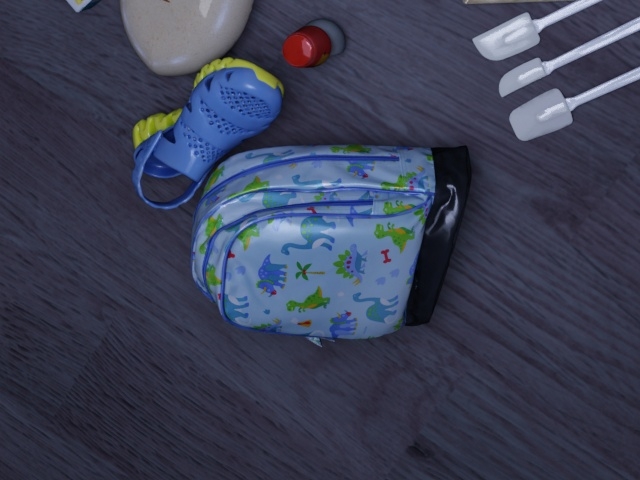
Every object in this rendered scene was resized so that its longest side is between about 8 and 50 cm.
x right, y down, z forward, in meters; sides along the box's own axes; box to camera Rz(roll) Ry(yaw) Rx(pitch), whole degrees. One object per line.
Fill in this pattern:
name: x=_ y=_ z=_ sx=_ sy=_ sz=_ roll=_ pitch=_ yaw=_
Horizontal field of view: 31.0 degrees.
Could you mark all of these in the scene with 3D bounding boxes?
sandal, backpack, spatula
sandal: x=-0.162 y=-0.137 z=1.591 sx=0.126 sy=0.138 sz=0.317 roll=28 pitch=143 yaw=-24
backpack: x=0.000 y=0.000 z=1.574 sx=0.356 sy=0.273 sz=0.290 roll=14 pitch=131 yaw=1
spatula: x=0.353 y=-0.253 z=1.582 sx=0.242 sy=0.019 sz=0.168 roll=-24 pitch=97 yaw=16

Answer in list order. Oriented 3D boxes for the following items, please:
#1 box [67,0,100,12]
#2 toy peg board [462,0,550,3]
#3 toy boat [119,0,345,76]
box: x=-0.380 y=-0.449 z=1.627 sx=0.100 sy=0.060 sz=0.244 roll=-37 pitch=98 yaw=19
toy peg board: x=0.264 y=-0.392 z=1.512 sx=0.161 sy=0.079 sz=0.160 roll=0 pitch=105 yaw=10
toy boat: x=-0.120 y=-0.324 z=1.589 sx=0.318 sy=0.148 sz=0.267 roll=29 pitch=111 yaw=7
